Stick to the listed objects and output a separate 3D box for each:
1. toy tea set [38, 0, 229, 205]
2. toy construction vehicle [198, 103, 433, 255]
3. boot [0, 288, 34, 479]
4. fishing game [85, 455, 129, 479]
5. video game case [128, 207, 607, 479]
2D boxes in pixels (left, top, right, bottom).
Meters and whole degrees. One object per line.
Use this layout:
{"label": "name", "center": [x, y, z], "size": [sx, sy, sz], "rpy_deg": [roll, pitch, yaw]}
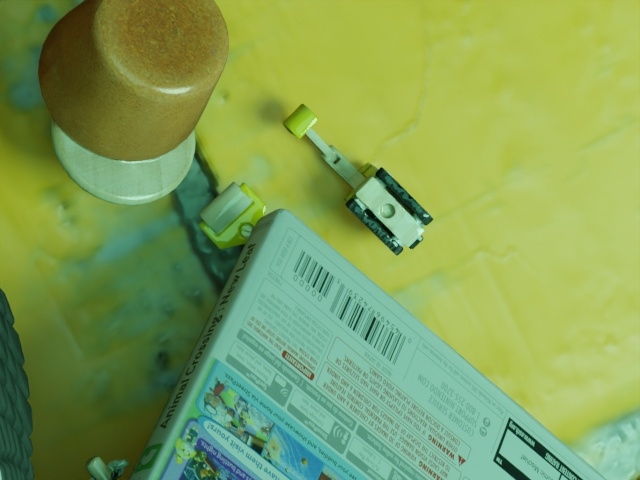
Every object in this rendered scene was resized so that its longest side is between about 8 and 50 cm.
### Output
{"label": "toy tea set", "center": [-0.202, -0.114, 0.818], "size": [0.336, 0.124, 0.200], "rpy_deg": [41, 62, -6]}
{"label": "toy construction vehicle", "center": [0.000, 0.000, 0.877], "size": [0.098, 0.035, 0.086], "rpy_deg": [43, 92, -9]}
{"label": "boot", "center": [-0.204, 0.101, 0.669], "size": [0.222, 0.118, 0.338], "rpy_deg": [-20, 80, 1]}
{"label": "fishing game", "center": [-0.143, 0.219, 0.740], "size": [0.264, 0.041, 0.189], "rpy_deg": [-31, 94, -12]}
{"label": "video game case", "center": [0.021, 0.122, 0.815], "size": [0.212, 0.023, 0.193], "rpy_deg": [40, 52, -21]}
